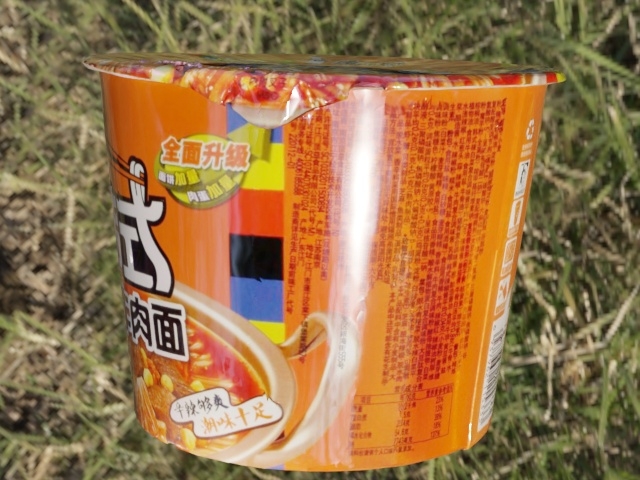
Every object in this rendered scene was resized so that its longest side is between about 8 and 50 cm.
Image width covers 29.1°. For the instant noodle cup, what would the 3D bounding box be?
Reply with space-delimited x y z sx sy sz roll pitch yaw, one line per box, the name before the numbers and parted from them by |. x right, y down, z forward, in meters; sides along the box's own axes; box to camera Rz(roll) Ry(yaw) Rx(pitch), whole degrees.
instant noodle cup | 0.000 0.000 0.657 0.250 0.250 0.192 5 100 19
